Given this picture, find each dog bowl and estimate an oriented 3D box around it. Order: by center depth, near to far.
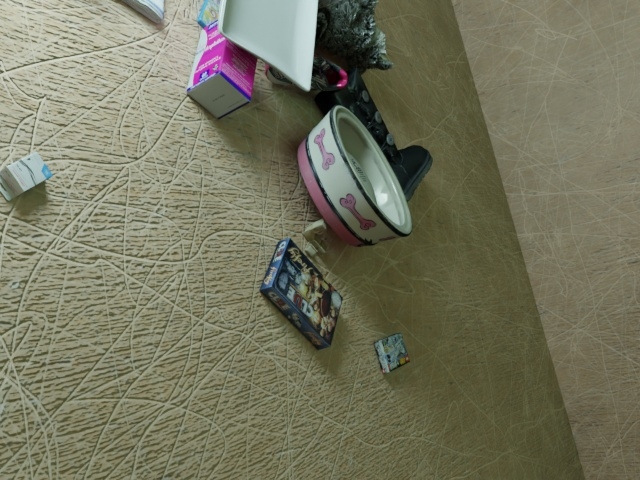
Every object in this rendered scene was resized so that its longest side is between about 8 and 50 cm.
[{"bbox_3d":[0.090,-0.163,1.718,0.408,0.150,0.408,47,25,-31],"label":"dog bowl"}]

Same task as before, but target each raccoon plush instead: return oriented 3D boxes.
[{"bbox_3d":[0.044,-0.615,1.999,0.446,0.216,0.299,-39,125,-24],"label":"raccoon plush"}]

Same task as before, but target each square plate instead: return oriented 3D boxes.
[{"bbox_3d":[-0.125,-0.587,1.523,0.347,0.049,0.344,19,72,-54],"label":"square plate"}]

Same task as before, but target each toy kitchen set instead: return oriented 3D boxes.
[{"bbox_3d":[0.000,0.000,1.638,0.083,0.075,0.068,50,39,-22],"label":"toy kitchen set"}]

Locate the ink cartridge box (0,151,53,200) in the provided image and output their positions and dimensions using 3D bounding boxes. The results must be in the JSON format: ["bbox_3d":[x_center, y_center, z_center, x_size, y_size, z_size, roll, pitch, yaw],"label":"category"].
[{"bbox_3d":[-0.492,-0.106,1.019,0.048,0.028,0.083,59,35,-16],"label":"ink cartridge box"}]

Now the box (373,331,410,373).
[{"bbox_3d":[0.212,0.331,1.822,0.137,0.027,0.094,-5,77,-56],"label":"box"}]

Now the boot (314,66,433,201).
[{"bbox_3d":[0.189,-0.373,2.065,0.445,0.146,0.367,53,35,-18],"label":"boot"}]

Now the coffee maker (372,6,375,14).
[{"bbox_3d":[0.104,-0.827,2.173,0.178,0.120,0.171,25,54,-47],"label":"coffee maker"}]

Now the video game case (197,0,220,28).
[{"bbox_3d":[-0.247,-0.552,1.617,0.166,0.015,0.119,41,43,-38],"label":"video game case"}]

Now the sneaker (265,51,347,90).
[{"bbox_3d":[-0.041,-0.494,1.756,0.299,0.112,0.121,-6,110,-50],"label":"sneaker"}]

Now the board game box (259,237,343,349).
[{"bbox_3d":[-0.041,0.135,1.540,0.243,0.042,0.165,49,39,-30],"label":"board game box"}]

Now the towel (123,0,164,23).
[{"bbox_3d":[-0.427,-0.650,1.390,0.209,0.034,0.285,28,52,-47],"label":"towel"}]

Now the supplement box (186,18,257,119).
[{"bbox_3d":[-0.230,-0.425,1.489,0.114,0.111,0.220,38,44,-40],"label":"supplement box"}]
